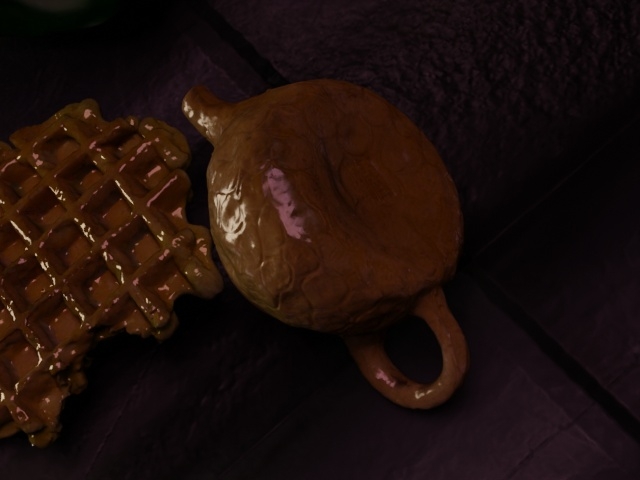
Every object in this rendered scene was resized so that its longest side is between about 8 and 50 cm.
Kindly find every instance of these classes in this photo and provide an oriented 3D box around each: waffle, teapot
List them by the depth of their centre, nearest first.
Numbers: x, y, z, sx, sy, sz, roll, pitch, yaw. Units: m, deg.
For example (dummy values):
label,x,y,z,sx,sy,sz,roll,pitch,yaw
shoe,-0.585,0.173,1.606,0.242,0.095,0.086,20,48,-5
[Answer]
label,x,y,z,sx,sy,sz,roll,pitch,yaw
teapot,0.000,0.000,1.126,0.311,0.167,0.203,55,42,3
waffle,-0.223,0.025,1.184,0.300,0.058,0.282,-23,62,18

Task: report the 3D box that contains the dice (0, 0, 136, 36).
label,x,y,z,sx,sy,sz,roll,pitch,yaw
dice,-0.281,-0.363,1.254,0.287,0.300,0.297,3,68,20
